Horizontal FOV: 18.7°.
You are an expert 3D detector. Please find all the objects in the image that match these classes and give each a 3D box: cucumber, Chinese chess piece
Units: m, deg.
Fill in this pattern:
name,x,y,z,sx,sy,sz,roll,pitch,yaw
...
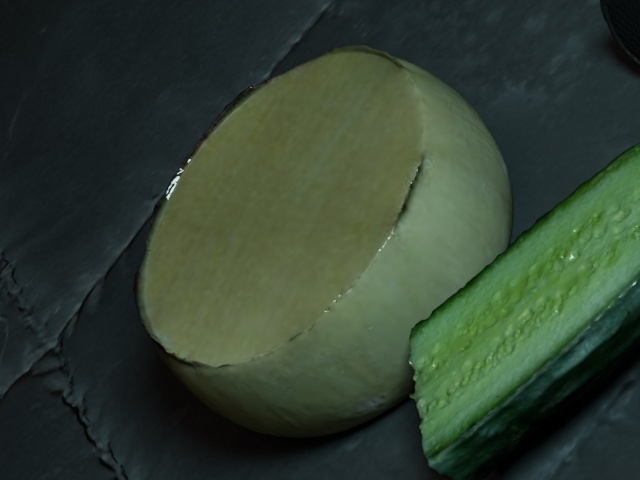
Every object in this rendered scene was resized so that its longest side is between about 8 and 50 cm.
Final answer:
name,x,y,z,sx,sy,sz,roll,pitch,yaw
cucumber,0.153,0.026,1.036,0.244,0.063,0.115,-42,30,15
Chinese chess piece,0.000,0.000,1.205,0.250,0.103,0.249,-29,41,29

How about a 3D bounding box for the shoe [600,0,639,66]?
name,x,y,z,sx,sy,sz,roll,pitch,yaw
shoe,0.225,-0.126,1.100,0.053,0.062,0.159,-30,21,-19
